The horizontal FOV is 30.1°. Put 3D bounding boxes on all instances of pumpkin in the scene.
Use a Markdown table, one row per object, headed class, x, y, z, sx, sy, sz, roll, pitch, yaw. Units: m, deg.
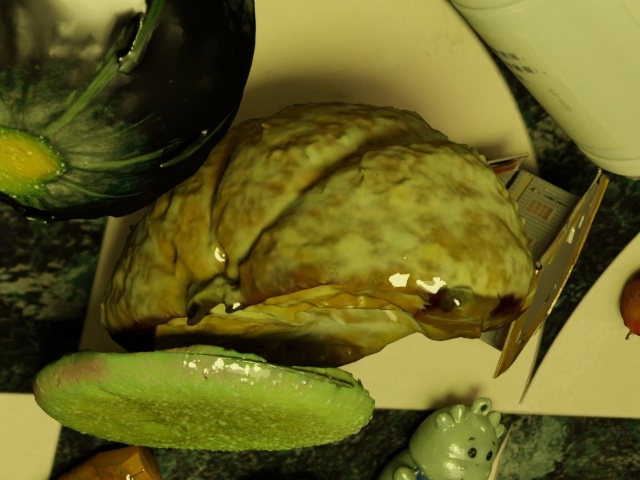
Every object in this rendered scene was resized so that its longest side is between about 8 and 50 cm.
| class | x | y | z | sx | sy | sz | roll | pitch | yaw |
| --- | --- | --- | --- | --- | --- | --- | --- | --- | --- |
| pumpkin | -0.186 | -0.172 | 0.811 | 0.296 | 0.296 | 0.296 | -10 | 122 | -16 |

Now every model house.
| class | x | y | z | sx | sy | sz | roll | pitch | yaw |
| --- | --- | --- | --- | --- | --- | --- | --- | --- | --- |
| model house | 0.159 | 0.014 | 1.126 | 0.207 | 0.136 | 0.219 | -51 | 161 | -33 |

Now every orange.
| class | x | y | z | sx | sy | sz | roll | pitch | yaw |
| --- | --- | --- | --- | --- | --- | --- | --- | --- | --- |
| orange | 0.000 | 0.000 | 0.965 | 0.369 | 0.210 | 0.271 | -16 | 155 | 38 |

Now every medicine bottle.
| class | x | y | z | sx | sy | sz | roll | pitch | yaw |
| --- | --- | --- | --- | --- | --- | --- | --- | --- | --- |
| medicine bottle | 0.208 | -0.218 | 0.956 | 0.190 | 0.190 | 0.332 | -44 | 125 | 7 |

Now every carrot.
| class | x | y | z | sx | sy | sz | roll | pitch | yaw |
| --- | --- | --- | --- | --- | --- | --- | --- | --- | --- |
| carrot | -0.270 | 0.283 | 1.138 | 0.260 | 0.070 | 0.070 | -34 | 125 | 2 |

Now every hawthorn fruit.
| class | x | y | z | sx | sy | sz | roll | pitch | yaw |
| --- | --- | --- | --- | --- | --- | --- | --- | --- | --- |
| hawthorn fruit | 0.354 | 0.068 | 1.257 | 0.077 | 0.077 | 0.077 | -10 | 122 | -16 |

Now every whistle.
| class | x | y | z | sx | sy | sz | roll | pitch | yaw |
| --- | --- | --- | --- | --- | --- | --- | --- | --- | --- |
| whistle | 0.115 | 0.265 | 1.262 | 0.110 | 0.092 | 0.244 | 17 | 110 | -40 |

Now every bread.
| class | x | y | z | sx | sy | sz | roll | pitch | yaw |
| --- | --- | --- | --- | --- | --- | --- | --- | --- | --- |
| bread | -0.094 | 0.145 | 1.026 | 0.301 | 0.045 | 0.301 | 2 | 160 | 1 |
